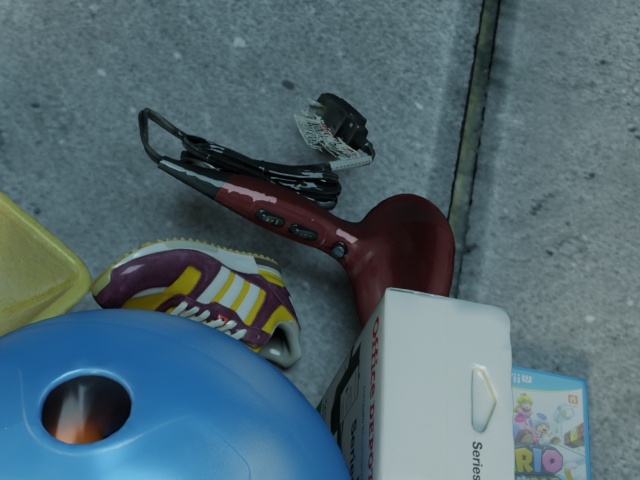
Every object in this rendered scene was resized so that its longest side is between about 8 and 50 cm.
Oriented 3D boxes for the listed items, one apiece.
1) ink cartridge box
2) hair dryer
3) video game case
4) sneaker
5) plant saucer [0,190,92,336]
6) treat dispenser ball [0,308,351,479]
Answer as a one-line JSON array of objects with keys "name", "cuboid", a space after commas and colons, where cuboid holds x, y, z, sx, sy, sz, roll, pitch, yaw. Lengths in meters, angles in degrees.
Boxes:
[{"name": "ink cartridge box", "cuboid": [0.052, 0.148, 0.965, 0.087, 0.208, 0.153, 11, 54, -11]}, {"name": "hair dryer", "cuboid": [0.000, 0.000, 1.114, 0.224, 0.080, 0.293, -12, 47, -37]}, {"name": "video game case", "cuboid": [0.148, 0.170, 1.102, 0.119, 0.015, 0.166, 11, 54, -10]}, {"name": "sneaker", "cuboid": [-0.080, 0.052, 1.039, 0.185, 0.069, 0.084, 5, 54, -49]}, {"name": "plant saucer", "cuboid": [-0.384, 0.039, 0.979, 0.333, 0.081, 0.333, 39, 54, 10]}, {"name": "treat dispenser ball", "cuboid": [-0.118, 0.183, 0.839, 0.288, 0.288, 0.288, 8, 55, -12]}]
